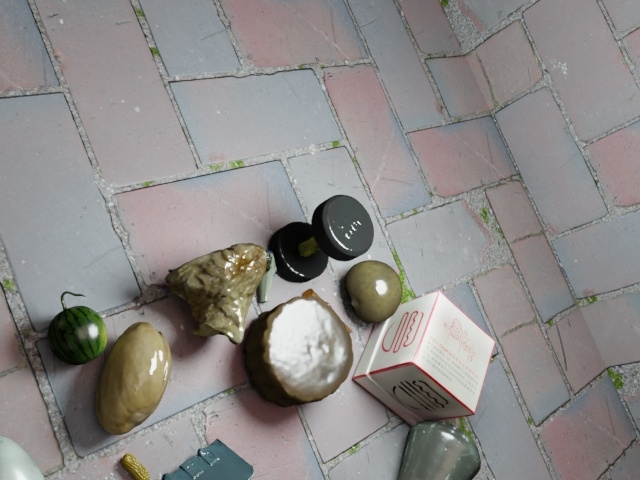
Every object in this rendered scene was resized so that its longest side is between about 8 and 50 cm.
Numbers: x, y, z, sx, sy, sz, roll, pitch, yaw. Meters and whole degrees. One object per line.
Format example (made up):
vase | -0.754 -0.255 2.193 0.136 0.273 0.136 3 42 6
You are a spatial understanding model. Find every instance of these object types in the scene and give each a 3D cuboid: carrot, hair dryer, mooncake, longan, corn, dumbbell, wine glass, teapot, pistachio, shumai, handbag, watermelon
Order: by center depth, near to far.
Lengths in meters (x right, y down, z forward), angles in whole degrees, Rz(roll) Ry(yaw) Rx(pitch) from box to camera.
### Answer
wine glass | -0.728 0.492 1.447 0.190 0.190 0.356 -27 89 -41
watermelon | -0.618 0.220 1.678 0.141 0.141 0.187 -19 81 -41
corn | -0.473 0.586 1.701 0.092 0.037 0.037 51 50 -6
pistachio | -0.481 0.354 1.714 0.162 0.182 0.292 56 39 -58
handbag | -0.307 0.638 1.743 0.179 0.062 0.229 30 39 27
shumai | -0.254 0.160 1.892 0.314 0.267 0.262 -22 83 -35
mooncake | -0.070 0.338 2.014 0.324 0.187 0.323 13 65 -30
hair dryer | -0.162 0.117 2.049 0.068 0.199 0.167 1 93 -11
dumbbell | 0.000 0.000 2.115 0.204 0.322 0.203 16 62 -32
teapot | 0.346 0.786 2.131 0.344 0.253 0.300 -51 136 -32
carrot | 0.028 0.250 2.219 0.224 0.057 0.057 44 51 -22
longan | 0.184 0.172 2.271 0.197 0.196 0.220 -2 66 -38

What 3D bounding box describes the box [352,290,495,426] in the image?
box | 0.352 0.400 2.230 0.314 0.300 0.312 41 53 -17
